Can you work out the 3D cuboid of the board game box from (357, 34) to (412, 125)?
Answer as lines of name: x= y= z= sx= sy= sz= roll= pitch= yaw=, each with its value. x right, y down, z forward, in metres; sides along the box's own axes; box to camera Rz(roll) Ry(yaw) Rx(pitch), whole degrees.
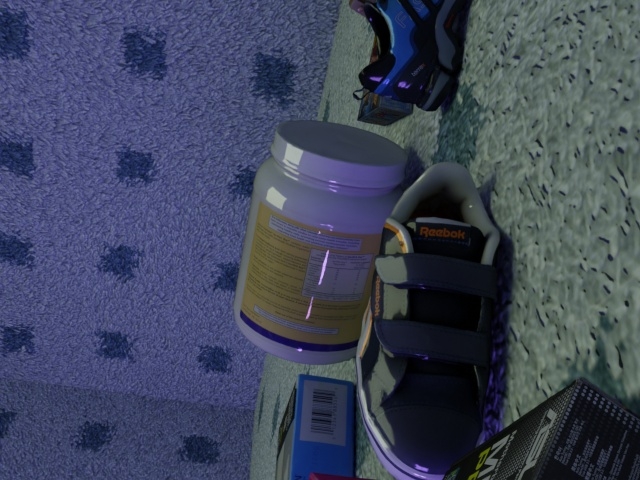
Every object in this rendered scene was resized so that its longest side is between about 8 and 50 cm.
board game box: x=0.124 y=-0.288 z=1.180 sx=0.194 sy=0.060 sz=0.194 roll=-108 pitch=28 yaw=-72

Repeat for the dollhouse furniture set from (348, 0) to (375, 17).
dollhouse furniture set: x=0.095 y=-0.415 z=1.044 sx=0.144 sy=0.151 sz=0.123 roll=-54 pitch=20 yaw=24

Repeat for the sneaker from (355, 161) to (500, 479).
sneaker: x=0.103 y=0.061 z=0.646 sx=0.128 sy=0.126 sz=0.321 roll=99 pitch=177 yaw=-52

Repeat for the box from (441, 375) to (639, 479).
box: x=0.080 y=0.234 z=0.401 sx=0.270 sy=0.060 sz=0.216 roll=-51 pitch=-11 yaw=-32

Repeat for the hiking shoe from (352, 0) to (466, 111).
hiking shoe: x=0.129 y=-0.332 z=0.912 sx=0.113 sy=0.131 sz=0.304 roll=138 pitch=141 yaw=-78

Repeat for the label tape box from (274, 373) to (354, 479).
label tape box: x=-0.029 y=0.443 z=1.241 sx=0.348 sy=0.115 sz=0.249 roll=110 pitch=167 yaw=-48

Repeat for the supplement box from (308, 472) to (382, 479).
supplement box: x=0.031 y=0.408 z=0.820 sx=0.111 sy=0.113 sz=0.220 roll=134 pitch=143 yaw=-78

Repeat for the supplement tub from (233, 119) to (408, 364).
supplement tub: x=0.000 y=0.000 z=1.067 sx=0.241 sy=0.240 sz=0.332 roll=-96 pitch=18 yaw=-64
